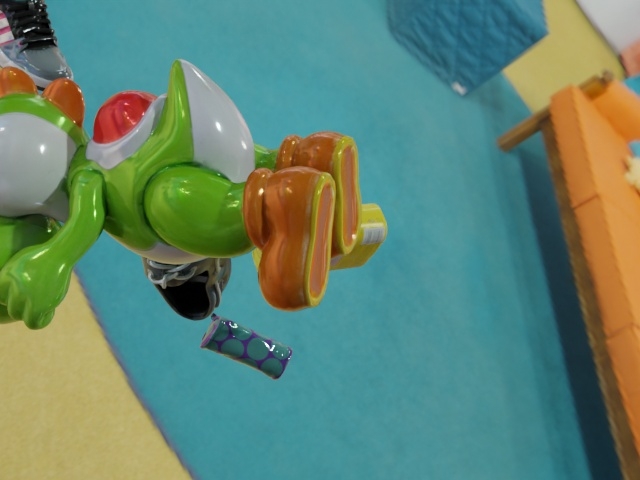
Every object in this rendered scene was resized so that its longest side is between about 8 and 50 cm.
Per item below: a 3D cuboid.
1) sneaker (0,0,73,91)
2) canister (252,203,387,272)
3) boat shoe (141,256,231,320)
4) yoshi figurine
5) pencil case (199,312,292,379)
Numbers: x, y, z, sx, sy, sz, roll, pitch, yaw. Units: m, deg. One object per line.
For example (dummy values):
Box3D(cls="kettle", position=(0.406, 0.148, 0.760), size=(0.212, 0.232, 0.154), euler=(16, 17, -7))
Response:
Box3D(cls="sneaker", position=(-0.519, -0.409, 1.766), size=(0.124, 0.178, 0.295), euler=(-21, 57, -44))
Box3D(cls="canister", position=(0.000, 0.000, 1.478), size=(0.170, 0.126, 0.073), euler=(-6, 61, -32))
Box3D(cls="boat shoe", position=(-0.161, 0.018, 1.206), size=(0.116, 0.319, 0.099), euler=(7, 72, 2))
Box3D(cls="yoshi figurine", position=(-0.161, -0.006, 0.782), size=(0.203, 0.362, 0.203), euler=(72, 27, -61))
Box3D(cls="pencil case", position=(-0.125, 0.181, 1.691), size=(0.152, 0.070, 0.064), euler=(26, 63, -16))
